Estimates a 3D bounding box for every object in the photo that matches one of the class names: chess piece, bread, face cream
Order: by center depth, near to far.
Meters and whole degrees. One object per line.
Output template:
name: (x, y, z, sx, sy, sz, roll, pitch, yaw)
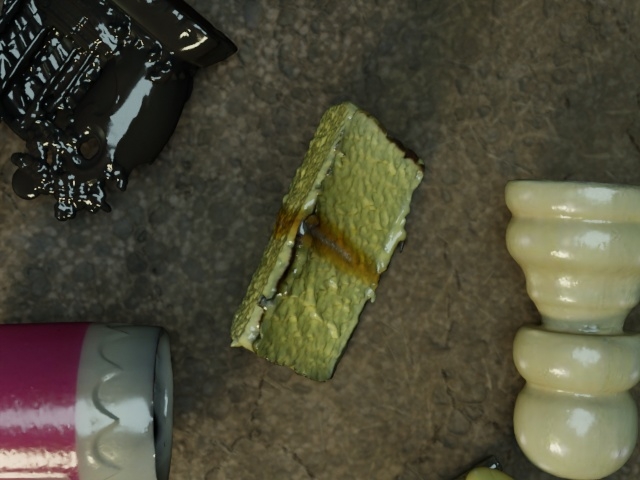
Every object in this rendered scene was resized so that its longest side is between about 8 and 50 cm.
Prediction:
face cream: (-0.246, 0.166, 1.005, 0.195, 0.175, 0.175, 0, 87, -3)
chess piece: (0.259, 0.090, 1.042, 0.167, 0.167, 0.299, 3, 91, -2)
bread: (0.000, 0.000, 1.053, 0.178, 0.142, 0.266, 31, 84, -41)

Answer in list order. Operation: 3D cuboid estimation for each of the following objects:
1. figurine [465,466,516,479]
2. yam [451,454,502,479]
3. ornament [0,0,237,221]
figurine: (0.130, 0.385, 1.037, 0.222, 0.124, 0.324, 9, 89, 4)
yam: (0.091, 0.297, 1.083, 0.234, 0.029, 0.027, -36, 100, -3)
ornament: (-0.248, -0.170, 1.067, 0.251, 0.106, 0.260, 42, 96, 7)
